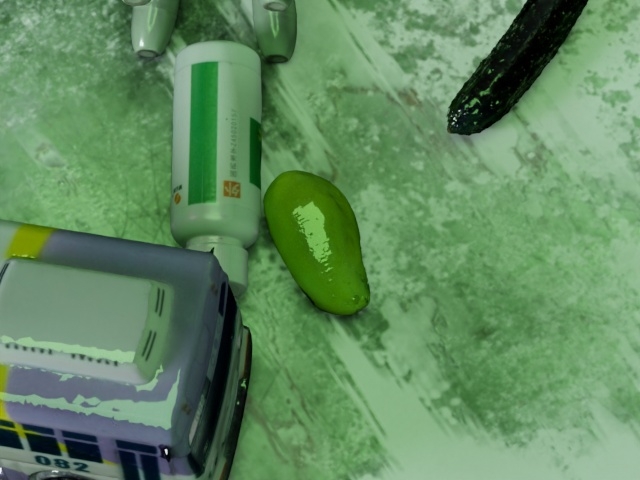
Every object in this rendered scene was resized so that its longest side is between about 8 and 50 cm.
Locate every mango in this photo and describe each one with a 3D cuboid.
[{"bbox_3d":[0.000,0.000,1.845,0.091,0.074,0.165,-27,73,-11],"label":"mango"}]

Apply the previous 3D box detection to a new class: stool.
[{"bbox_3d":[-0.114,-0.307,1.896,0.195,0.195,0.198,4,75,1],"label":"stool"}]

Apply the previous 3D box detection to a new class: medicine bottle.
[{"bbox_3d":[-0.107,-0.073,1.861,0.095,0.095,0.260,1,69,0],"label":"medicine bottle"}]

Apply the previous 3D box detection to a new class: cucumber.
[{"bbox_3d":[0.214,-0.201,1.926,0.067,0.067,0.245,31,76,10],"label":"cucumber"}]

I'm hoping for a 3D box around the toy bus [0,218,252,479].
[{"bbox_3d":[-0.293,0.103,1.702,0.440,0.249,0.209,10,63,4],"label":"toy bus"}]
